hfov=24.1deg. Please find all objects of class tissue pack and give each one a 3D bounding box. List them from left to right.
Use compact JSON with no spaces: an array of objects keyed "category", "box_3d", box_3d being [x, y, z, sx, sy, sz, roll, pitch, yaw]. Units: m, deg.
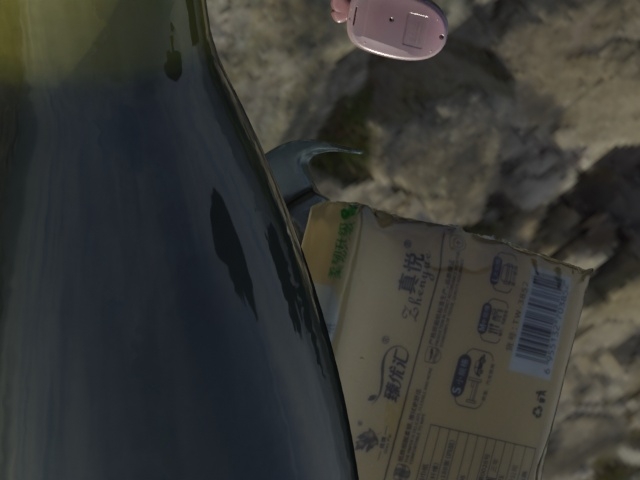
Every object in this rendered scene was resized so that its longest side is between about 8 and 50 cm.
[{"category":"tissue pack","box_3d":[0.055,0.100,0.895,0.186,0.090,0.222,14,89,-24]}]

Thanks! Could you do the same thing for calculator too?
[{"category":"calculator","box_3d":[0.091,-0.295,2.016,0.024,0.166,0.103,-60,163,-56]}]

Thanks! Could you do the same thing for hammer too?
[{"category":"hammer","box_3d":[0.000,0.000,1.616,0.159,0.226,0.041,-27,167,18]}]

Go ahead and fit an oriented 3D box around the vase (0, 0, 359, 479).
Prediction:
[{"category":"vase","box_3d":[-0.075,-0.008,0.536,0.173,0.173,0.321,-14,116,-25]}]
